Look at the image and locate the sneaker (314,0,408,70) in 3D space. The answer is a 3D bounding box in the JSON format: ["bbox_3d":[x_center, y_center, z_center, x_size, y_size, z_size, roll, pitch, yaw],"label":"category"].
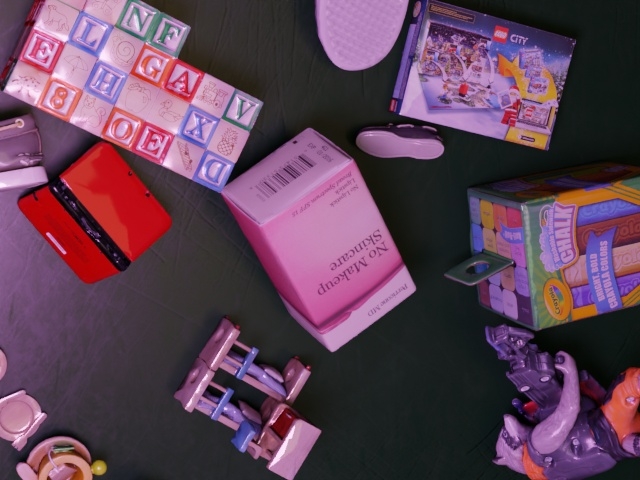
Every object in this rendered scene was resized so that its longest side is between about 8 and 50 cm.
[{"bbox_3d":[0.045,-0.383,1.738,0.126,0.127,0.321,-7,126,-12],"label":"sneaker"}]

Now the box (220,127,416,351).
[{"bbox_3d":[0.000,0.000,1.743,0.148,0.127,0.232,-36,126,-10],"label":"box"}]

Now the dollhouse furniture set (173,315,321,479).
[{"bbox_3d":[-0.083,0.199,1.751,0.129,0.183,0.129,32,88,-21],"label":"dollhouse furniture set"}]

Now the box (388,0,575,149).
[{"bbox_3d":[0.222,-0.226,1.859,0.233,0.044,0.159,12,95,-21],"label":"box"}]

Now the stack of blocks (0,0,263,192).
[{"bbox_3d":[-0.226,-0.200,1.684,0.297,0.087,0.171,26,90,-21],"label":"stack of blocks"}]

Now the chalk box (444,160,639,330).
[{"bbox_3d":[0.313,0.006,1.859,0.288,0.180,0.179,-11,103,-18],"label":"chalk box"}]

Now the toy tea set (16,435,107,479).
[{"bbox_3d":[-0.358,0.367,1.707,0.336,0.124,0.200,-19,113,-15],"label":"toy tea set"}]

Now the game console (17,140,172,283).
[{"bbox_3d":[-0.284,-0.033,1.707,0.144,0.124,0.085,52,44,-19],"label":"game console"}]

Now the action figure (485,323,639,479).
[{"bbox_3d":[0.364,0.241,1.858,0.341,0.330,0.179,35,46,-33],"label":"action figure"}]

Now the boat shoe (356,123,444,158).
[{"bbox_3d":[0.106,-0.139,1.837,0.125,0.038,0.046,3,140,-14],"label":"boat shoe"}]

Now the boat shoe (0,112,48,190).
[{"bbox_3d":[-0.481,-0.093,1.607,0.305,0.109,0.091,-7,90,-16],"label":"boat shoe"}]

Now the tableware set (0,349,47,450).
[{"bbox_3d":[-0.440,0.210,1.717,0.141,0.020,0.169,-34,108,-11],"label":"tableware set"}]
